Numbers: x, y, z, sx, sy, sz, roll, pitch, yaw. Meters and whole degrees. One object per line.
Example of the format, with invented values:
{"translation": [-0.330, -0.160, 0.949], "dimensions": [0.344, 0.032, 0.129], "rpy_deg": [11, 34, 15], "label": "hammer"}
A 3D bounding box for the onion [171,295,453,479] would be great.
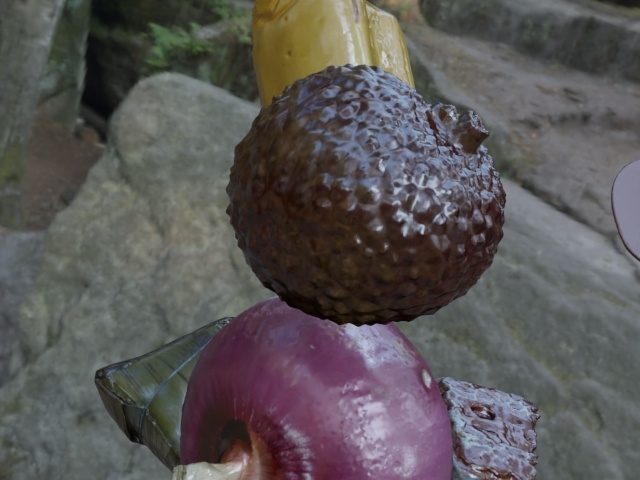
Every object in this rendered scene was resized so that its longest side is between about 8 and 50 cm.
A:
{"translation": [-0.038, 0.234, 1.073], "dimensions": [0.344, 0.358, 0.358], "rpy_deg": [11, 13, -22], "label": "onion"}

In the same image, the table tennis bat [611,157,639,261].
{"translation": [0.463, 0.002, 1.190], "dimensions": [0.138, 0.247, 0.022], "rpy_deg": [-8, -19, 0], "label": "table tennis bat"}

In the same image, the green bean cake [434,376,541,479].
{"translation": [0.250, 0.314, 1.383], "dimensions": [0.198, 0.097, 0.233], "rpy_deg": [21, 28, -11], "label": "green bean cake"}

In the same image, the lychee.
{"translation": [0.046, -0.038, 0.864], "dimensions": [0.260, 0.261, 0.260], "rpy_deg": [20, 10, -4], "label": "lychee"}

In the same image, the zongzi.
{"translation": [-0.172, 0.262, 1.449], "dimensions": [0.286, 0.138, 0.300], "rpy_deg": [-23, 38, -30], "label": "zongzi"}

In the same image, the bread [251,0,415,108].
{"translation": [0.015, -0.301, 1.652], "dimensions": [0.250, 0.394, 0.361], "rpy_deg": [-13, -2, 21], "label": "bread"}
